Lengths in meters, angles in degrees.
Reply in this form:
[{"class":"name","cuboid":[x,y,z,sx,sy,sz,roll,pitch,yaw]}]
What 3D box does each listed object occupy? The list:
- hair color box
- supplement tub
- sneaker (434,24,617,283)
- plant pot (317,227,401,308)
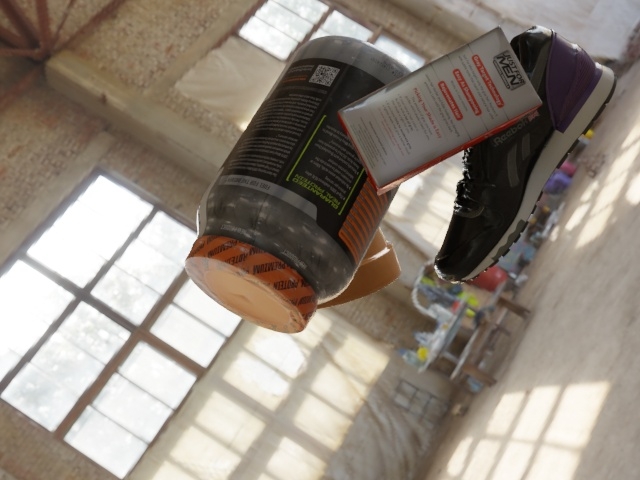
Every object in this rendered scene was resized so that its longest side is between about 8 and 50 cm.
[{"class":"hair color box","cuboid":[0.091,-0.100,0.633,0.141,0.072,0.043,-27,-5,2]},{"class":"supplement tub","cuboid":[-0.014,-0.064,0.935,0.316,0.193,0.194,-61,-5,-25]},{"class":"sneaker","cuboid":[0.181,-0.094,0.866,0.283,0.124,0.107,-58,11,0]},{"class":"plant pot","cuboid":[0.000,0.000,1.622,0.291,0.290,0.204,-41,-61,-70]}]
